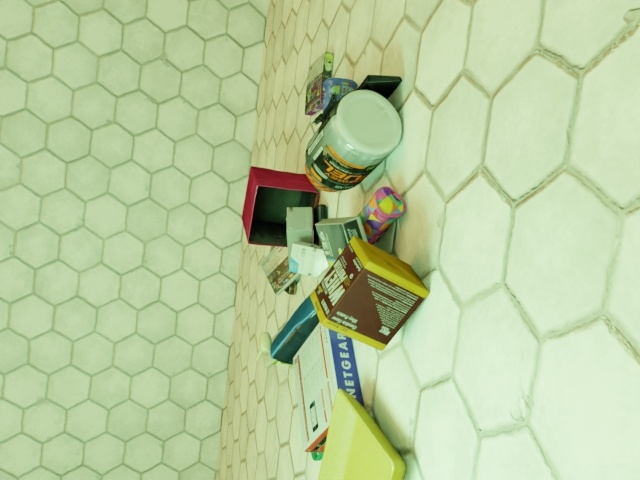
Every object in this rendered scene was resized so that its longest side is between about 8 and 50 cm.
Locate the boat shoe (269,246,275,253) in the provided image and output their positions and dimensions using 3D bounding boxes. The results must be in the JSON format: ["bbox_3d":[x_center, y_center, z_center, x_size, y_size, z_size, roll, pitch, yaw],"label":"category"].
[{"bbox_3d":[-0.175,0.020,2.519,0.089,0.104,0.285,113,156,-50],"label":"boat shoe"}]

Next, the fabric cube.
[{"bbox_3d":[-0.174,-0.138,2.321,0.258,0.259,0.254,-119,37,-64],"label":"fabric cube"}]

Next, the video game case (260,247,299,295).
[{"bbox_3d":[-0.169,0.114,2.409,0.190,0.022,0.173,-45,62,32],"label":"video game case"}]

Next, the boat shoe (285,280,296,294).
[{"bbox_3d":[-0.161,0.182,2.482,0.207,0.073,0.073,-133,53,-65],"label":"boat shoe"}]

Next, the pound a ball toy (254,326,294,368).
[{"bbox_3d":[-0.168,0.410,2.213,0.319,0.208,0.136,127,144,-60],"label":"pound a ball toy"}]

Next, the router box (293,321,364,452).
[{"bbox_3d":[0.016,0.456,1.788,0.301,0.082,0.335,122,149,-44],"label":"router box"}]

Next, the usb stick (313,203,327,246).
[{"bbox_3d":[0.000,0.000,2.081,0.077,0.045,0.278,145,129,-62],"label":"usb stick"}]

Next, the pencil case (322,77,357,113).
[{"bbox_3d":[0.058,-0.391,1.904,0.133,0.119,0.306,10,-95,-79],"label":"pencil case"}]

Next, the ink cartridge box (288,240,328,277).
[{"bbox_3d":[-0.013,0.073,1.978,0.060,0.180,0.104,-26,-53,-70],"label":"ink cartridge box"}]

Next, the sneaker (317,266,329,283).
[{"bbox_3d":[0.051,0.140,1.836,0.094,0.080,0.212,-53,29,13],"label":"sneaker"}]

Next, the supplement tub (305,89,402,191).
[{"bbox_3d":[0.080,-0.276,1.653,0.338,0.207,0.207,138,134,-65],"label":"supplement tub"}]

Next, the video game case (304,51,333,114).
[{"bbox_3d":[-0.009,-0.639,2.305,0.232,0.041,0.210,-177,93,-72],"label":"video game case"}]

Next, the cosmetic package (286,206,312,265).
[{"bbox_3d":[-0.077,-0.005,2.124,0.238,0.107,0.127,95,174,-52],"label":"cosmetic package"}]

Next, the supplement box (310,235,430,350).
[{"bbox_3d":[0.115,0.129,1.355,0.194,0.191,0.129,-55,27,16],"label":"supplement box"}]

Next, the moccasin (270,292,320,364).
[{"bbox_3d":[-0.044,0.302,1.988,0.342,0.116,0.138,-49,19,24],"label":"moccasin"}]

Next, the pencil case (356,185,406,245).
[{"bbox_3d":[0.148,-0.056,1.556,0.236,0.104,0.104,129,142,-60],"label":"pencil case"}]

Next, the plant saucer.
[{"bbox_3d":[0.112,0.610,1.460,0.333,0.081,0.333,-139,56,-62],"label":"plant saucer"}]

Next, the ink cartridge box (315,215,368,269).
[{"bbox_3d":[0.075,0.085,1.612,0.307,0.072,0.304,-1,109,69],"label":"ink cartridge box"}]

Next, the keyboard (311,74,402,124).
[{"bbox_3d":[0.092,-0.400,1.665,0.317,0.201,0.033,138,120,-64],"label":"keyboard"}]

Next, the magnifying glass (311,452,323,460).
[{"bbox_3d":[0.008,0.673,1.894,0.231,0.026,0.092,113,156,-47],"label":"magnifying glass"}]
